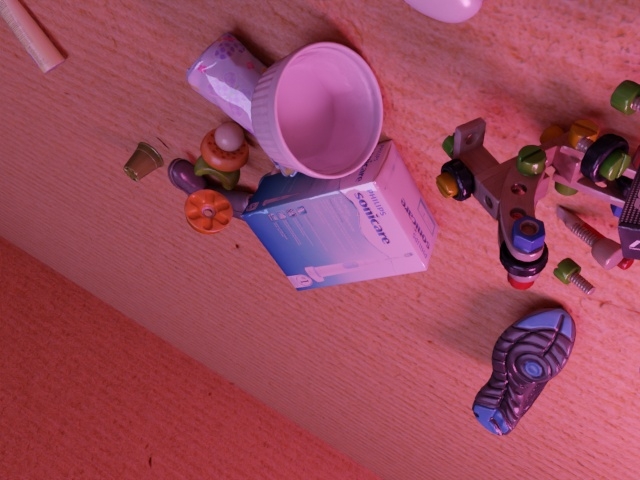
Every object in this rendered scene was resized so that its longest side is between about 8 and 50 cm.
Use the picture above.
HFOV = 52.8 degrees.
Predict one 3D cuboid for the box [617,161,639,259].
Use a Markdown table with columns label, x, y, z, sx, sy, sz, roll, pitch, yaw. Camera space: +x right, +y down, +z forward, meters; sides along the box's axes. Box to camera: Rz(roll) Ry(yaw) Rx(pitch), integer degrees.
| label | x | y | z | sx | sy | sz | roll | pitch | yaw |
| --- | --- | --- | --- | --- | --- | --- | --- | --- | --- |
| box | 0.434 | -0.087 | 0.610 | 0.216 | 0.270 | 0.060 | 14 | 153 | 37 |

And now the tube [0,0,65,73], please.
| label | x | y | z | sx | sy | sz | roll | pitch | yaw |
| --- | --- | --- | --- | --- | --- | --- | --- | --- | --- |
| tube | -0.693 | -0.506 | 1.493 | 0.070 | 0.062 | 0.240 | -30 | 111 | 13 |

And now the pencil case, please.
| label | x | y | z | sx | sy | sz | roll | pitch | yaw |
| --- | --- | --- | --- | --- | --- | --- | --- | --- | --- |
| pencil case | -0.109 | -0.241 | 1.157 | 0.273 | 0.113 | 0.124 | 43 | 129 | -9 |

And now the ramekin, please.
| label | x | y | z | sx | sy | sz | roll | pitch | yaw |
| --- | --- | --- | --- | --- | --- | --- | --- | --- | --- |
| ramekin | -0.013 | -0.203 | 1.023 | 0.109 | 0.207 | 0.207 | 11 | 143 | 54 |

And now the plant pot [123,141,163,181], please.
| label | x | y | z | sx | sy | sz | roll | pitch | yaw |
| --- | --- | --- | --- | --- | --- | --- | --- | --- | --- |
| plant pot | -0.462 | -0.196 | 1.656 | 0.083 | 0.079 | 0.083 | 28 | 149 | 18 |

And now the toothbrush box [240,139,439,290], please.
| label | x | y | z | sx | sy | sz | roll | pitch | yaw |
| --- | --- | --- | --- | --- | --- | --- | --- | --- | --- |
| toothbrush box | 0.039 | -0.036 | 1.206 | 0.295 | 0.126 | 0.216 | -12 | 127 | 35 |

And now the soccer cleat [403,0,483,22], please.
| label | x | y | z | sx | sy | sz | roll | pitch | yaw |
| --- | --- | --- | --- | --- | --- | --- | --- | --- | --- |
| soccer cleat | 0.052 | -0.366 | 0.764 | 0.331 | 0.143 | 0.116 | 43 | 151 | -12 |

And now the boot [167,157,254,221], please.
| label | x | y | z | sx | sy | sz | roll | pitch | yaw |
| --- | --- | --- | --- | --- | --- | --- | --- | --- | --- |
| boot | -0.246 | -0.113 | 1.541 | 0.208 | 0.076 | 0.189 | 22 | 163 | 39 |

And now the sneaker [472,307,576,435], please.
| label | x | y | z | sx | sy | sz | roll | pitch | yaw |
| --- | --- | --- | --- | --- | --- | --- | --- | --- | --- |
| sneaker | 0.410 | 0.241 | 1.293 | 0.125 | 0.140 | 0.341 | 37 | 134 | 21 |

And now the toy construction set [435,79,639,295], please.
| label | x | y | z | sx | sy | sz | roll | pitch | yaw |
| --- | --- | --- | --- | --- | --- | --- | --- | --- | --- |
| toy construction set | 0.304 | -0.074 | 0.895 | 0.237 | 0.257 | 0.309 | 49 | -173 | 38 |

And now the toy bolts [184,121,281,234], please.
| label | x | y | z | sx | sy | sz | roll | pitch | yaw |
| --- | --- | --- | --- | --- | --- | --- | --- | --- | --- |
| toy bolts | -0.157 | -0.117 | 1.331 | 0.228 | 0.218 | 0.158 | 22 | 147 | -9 |
